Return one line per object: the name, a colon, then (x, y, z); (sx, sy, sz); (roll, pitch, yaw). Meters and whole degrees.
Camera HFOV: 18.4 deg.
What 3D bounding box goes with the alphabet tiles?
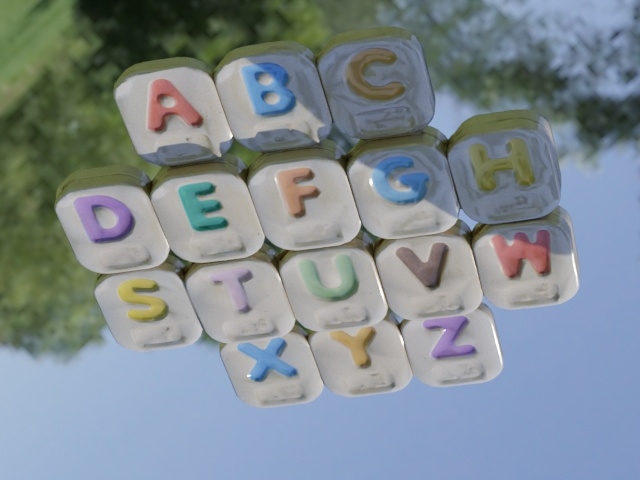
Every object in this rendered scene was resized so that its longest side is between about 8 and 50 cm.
alphabet tiles: (0.000, 0.000, 1.128); (0.284, 0.278, 0.021); (-7, -137, 11)
